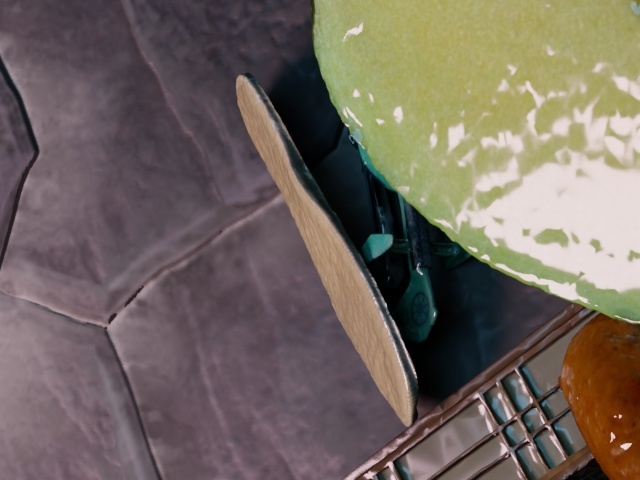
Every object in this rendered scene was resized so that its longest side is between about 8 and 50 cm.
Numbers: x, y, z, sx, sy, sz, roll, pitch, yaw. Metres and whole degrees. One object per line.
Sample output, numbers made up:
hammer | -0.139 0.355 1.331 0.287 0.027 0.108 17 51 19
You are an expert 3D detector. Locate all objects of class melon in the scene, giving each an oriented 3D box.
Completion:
melon | 0.171 -0.113 0.863 0.343 0.226 0.331 0 59 46

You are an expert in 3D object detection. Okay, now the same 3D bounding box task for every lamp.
lamp | 0.086 0.128 0.969 0.325 0.089 0.090 -39 62 23

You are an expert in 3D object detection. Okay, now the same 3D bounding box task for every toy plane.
toy plane | 0.046 -0.056 1.052 0.096 0.060 0.235 -31 59 49

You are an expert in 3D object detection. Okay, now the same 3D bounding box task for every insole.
insole | 0.000 0.000 1.069 0.011 0.081 0.248 -21 59 -13

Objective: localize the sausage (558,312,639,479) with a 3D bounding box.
sausage | 0.216 0.129 0.775 0.302 0.103 0.076 38 119 26
